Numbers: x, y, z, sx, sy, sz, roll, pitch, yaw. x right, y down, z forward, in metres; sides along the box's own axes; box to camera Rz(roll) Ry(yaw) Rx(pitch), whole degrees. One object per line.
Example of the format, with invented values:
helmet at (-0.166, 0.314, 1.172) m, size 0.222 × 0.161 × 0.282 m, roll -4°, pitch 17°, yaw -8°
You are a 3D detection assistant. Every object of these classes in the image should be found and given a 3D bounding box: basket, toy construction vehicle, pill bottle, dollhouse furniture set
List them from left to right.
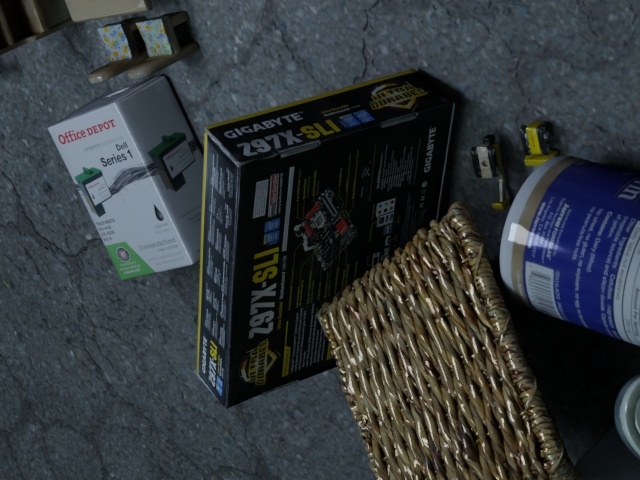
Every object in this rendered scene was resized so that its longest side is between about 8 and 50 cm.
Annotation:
dollhouse furniture set at (-0.302, -0.283, 1.794) m, size 0.242 × 0.161 × 0.212 m, roll 0°, pitch 115°, yaw 45°
basket at (0.174, 0.144, 1.543) m, size 0.223 × 0.213 × 0.299 m, roll -39°, pitch 59°, yaw 35°
toy construction vehicle at (0.200, -0.075, 1.546) m, size 0.086 × 0.035 × 0.098 m, roll -1°, pitch 118°, yaw 33°
pill bottle at (0.310, 0.025, 1.405) m, size 0.264 × 0.153 × 0.153 m, roll 20°, pitch 128°, yaw 35°

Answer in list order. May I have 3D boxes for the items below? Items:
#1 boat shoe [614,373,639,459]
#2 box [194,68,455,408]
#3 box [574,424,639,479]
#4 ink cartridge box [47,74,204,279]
boat shoe at (0.372, 0.178, 1.369) m, size 0.099 × 0.319 × 0.116 m, roll 5°, pitch 81°, yaw 62°
box at (0.000, 0.000, 1.609) m, size 0.079 × 0.257 × 0.322 m, roll 47°, pitch 144°, yaw 41°
box at (0.314, 0.268, 1.615) m, size 0.101 × 0.087 × 0.102 m, roll 38°, pitch 137°, yaw 21°
ink cartridge box at (-0.220, -0.076, 1.906) m, size 0.160 × 0.092 × 0.219 m, roll -13°, pitch 106°, yaw 48°
